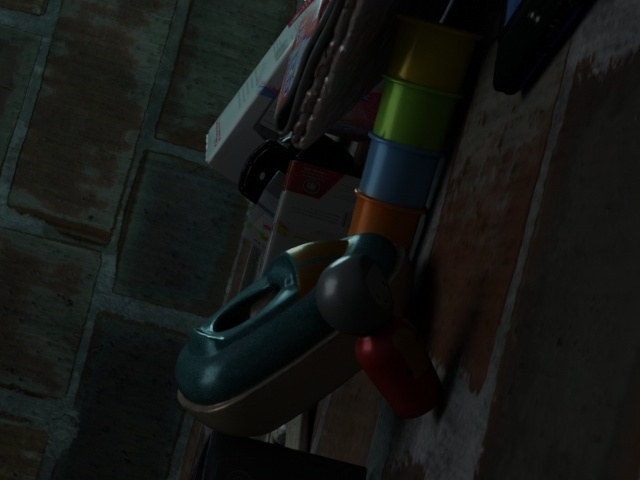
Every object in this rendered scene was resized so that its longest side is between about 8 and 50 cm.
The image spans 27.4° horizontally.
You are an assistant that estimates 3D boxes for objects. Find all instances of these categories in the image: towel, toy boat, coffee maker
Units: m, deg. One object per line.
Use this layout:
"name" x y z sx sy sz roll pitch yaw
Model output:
"towel" 0.091 -0.281 1.390 0.317 0.053 0.332 -46 -10 -37
"toy boat" -0.002 0.073 1.206 0.267 0.148 0.318 -38 17 -20
"coffee maker" -0.019 -0.078 1.901 0.120 0.171 0.178 -31 3 20

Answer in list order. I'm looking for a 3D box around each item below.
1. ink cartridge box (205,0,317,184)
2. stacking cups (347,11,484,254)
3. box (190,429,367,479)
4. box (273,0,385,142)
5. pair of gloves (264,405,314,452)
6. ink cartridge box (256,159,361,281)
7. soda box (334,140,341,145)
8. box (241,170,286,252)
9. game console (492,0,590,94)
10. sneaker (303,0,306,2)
"ink cartridge box" -0.050 -0.238 2.144 0.306 0.131 0.226 -54 13 13
"stacking cups" 0.076 -0.073 1.357 0.096 0.096 0.316 -110 37 -77
"box" -0.071 0.331 1.330 0.270 0.165 0.143 113 169 -50
"box" 0.033 -0.230 1.805 0.300 0.142 0.154 179 107 -82
"pair of gloves" -0.048 0.244 1.807 0.240 0.042 0.204 117 166 -59
"ink cartridge box" 0.000 0.000 1.628 0.072 0.128 0.175 -148 74 -83
"soda box" -0.020 -0.081 2.191 0.061 0.058 0.181 -91 18 -67
"box" -0.026 -0.007 1.763 0.038 0.145 0.186 -53 0 -22
"game console" 0.144 -0.313 1.077 0.250 0.173 0.293 121 164 -62
"sneaker" 0.025 -0.515 2.482 0.295 0.124 0.178 -103 24 -58
